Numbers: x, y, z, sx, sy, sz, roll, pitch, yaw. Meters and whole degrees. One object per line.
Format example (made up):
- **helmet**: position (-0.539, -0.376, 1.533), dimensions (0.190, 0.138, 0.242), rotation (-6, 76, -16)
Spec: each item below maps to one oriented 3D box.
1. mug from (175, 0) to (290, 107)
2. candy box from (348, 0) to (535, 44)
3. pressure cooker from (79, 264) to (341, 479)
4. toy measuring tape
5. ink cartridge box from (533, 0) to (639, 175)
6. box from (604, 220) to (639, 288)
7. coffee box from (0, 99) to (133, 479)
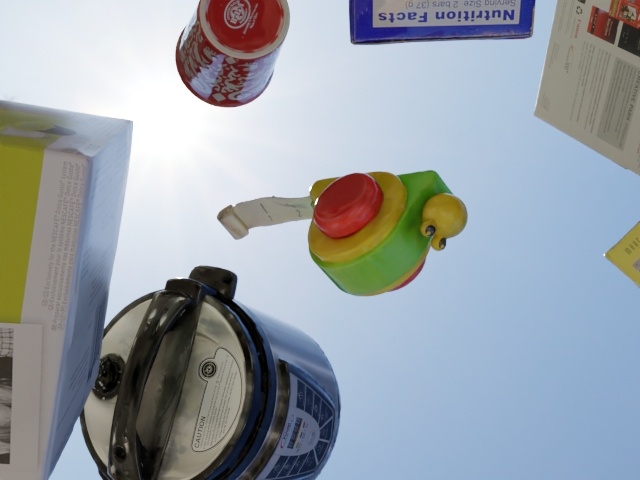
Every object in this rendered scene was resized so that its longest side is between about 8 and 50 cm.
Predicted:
- **mug**: position (-0.095, -0.230, 1.092), dimensions (0.113, 0.150, 0.169), rotation (-10, 177, -12)
- **candy box**: position (0.075, -0.315, 0.649), dimensions (0.122, 0.317, 0.268), rotation (1, -149, 3)
- **pressure cooker**: position (-0.201, 0.277, 1.768), dimensions (0.375, 0.420, 0.370), rotation (-35, -119, 13)
- **toy measuring tape**: position (0.000, 0.000, 1.023), dimensions (0.330, 0.121, 0.121), rotation (-6, -126, 42)
- **ink cartridge box**: position (0.483, -0.279, 1.559), dimensions (0.130, 0.310, 0.272), rotation (-20, -137, -30)
- **box**: position (0.369, 0.036, 1.033), dimensions (0.087, 0.232, 0.058), rotation (-46, -128, 11)
- **coffee box**: position (-0.408, 0.022, 1.122), dimensions (0.337, 0.334, 0.338), rotation (-105, -156, -78)
